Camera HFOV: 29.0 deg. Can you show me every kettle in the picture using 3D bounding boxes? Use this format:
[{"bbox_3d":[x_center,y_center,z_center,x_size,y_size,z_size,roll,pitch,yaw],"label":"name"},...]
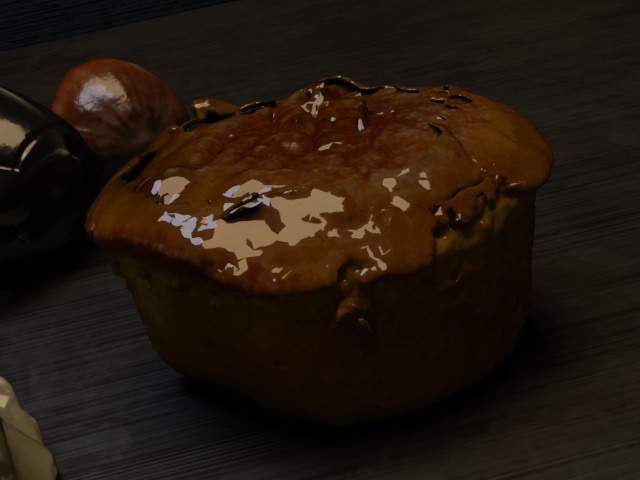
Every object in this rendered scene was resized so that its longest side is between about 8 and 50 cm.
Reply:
[{"bbox_3d":[-0.417,-0.070,1.343,0.324,0.228,0.321,8,13,27],"label":"kettle"}]

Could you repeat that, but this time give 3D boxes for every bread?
[{"bbox_3d":[-0.001,-0.001,0.989,0.336,0.204,0.358,-23,27,-36],"label":"bread"}]

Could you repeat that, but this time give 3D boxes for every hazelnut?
[{"bbox_3d":[-0.259,-0.148,1.554,0.182,0.182,0.182,-10,20,4],"label":"hazelnut"}]

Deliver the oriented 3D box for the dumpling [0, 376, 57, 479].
[{"bbox_3d":[-0.280,0.134,0.869,0.193,0.147,0.258,16,20,-48],"label":"dumpling"}]
